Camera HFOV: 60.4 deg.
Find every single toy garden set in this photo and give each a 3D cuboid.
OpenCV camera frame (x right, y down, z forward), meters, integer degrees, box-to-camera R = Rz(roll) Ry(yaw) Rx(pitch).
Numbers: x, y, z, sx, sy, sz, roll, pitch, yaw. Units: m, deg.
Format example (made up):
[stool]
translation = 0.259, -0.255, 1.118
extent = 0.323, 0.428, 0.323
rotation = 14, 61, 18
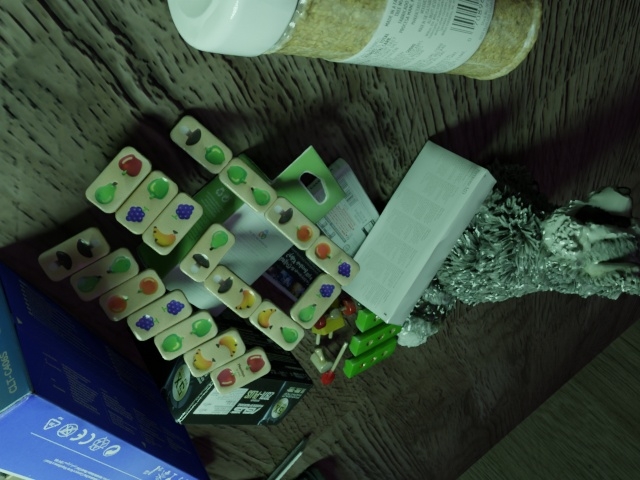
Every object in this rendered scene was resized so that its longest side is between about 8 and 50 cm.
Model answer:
[toy garden set]
translation = 0.057, 0.145, 0.928
extent = 0.204, 0.049, 0.244
rotation = -21, 140, -30

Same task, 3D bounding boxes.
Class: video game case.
[video game case]
translation = 0.000, 0.000, 0.742
extent = 0.173, 0.022, 0.190
rotation = -42, 146, -1

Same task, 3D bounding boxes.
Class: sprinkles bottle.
[sprinkles bottle]
translation = 0.052, -0.212, 0.483
extent = 0.356, 0.121, 0.121
rotation = -8, 132, -39

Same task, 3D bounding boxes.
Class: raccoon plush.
[raccoon plush]
translation = 0.333, 0.084, 0.908
extent = 0.216, 0.299, 0.446
rotation = -14, 136, -35

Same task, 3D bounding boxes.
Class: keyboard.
[keyboard]
translation = -0.109, 0.513, 1.148
extent = 0.256, 0.014, 0.072
rotation = -51, 179, 11

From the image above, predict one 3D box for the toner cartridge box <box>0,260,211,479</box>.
[toner cartridge box]
translation = -0.239, 0.176, 0.574
extent = 0.075, 0.165, 0.347
rotation = -36, 144, -10

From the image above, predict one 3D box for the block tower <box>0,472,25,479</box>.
[block tower]
translation = -0.355, 0.211, 0.563
extent = 0.091, 0.097, 0.335
rotation = -33, 142, -13

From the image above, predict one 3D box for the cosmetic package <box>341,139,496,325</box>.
[cosmetic package]
translation = 0.132, -0.008, 0.761
extent = 0.239, 0.099, 0.060
rotation = -58, 145, 6

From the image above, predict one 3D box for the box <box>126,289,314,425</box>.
[box]
translation = -0.118, 0.142, 0.668
extent = 0.077, 0.147, 0.180
rotation = -50, 145, 10

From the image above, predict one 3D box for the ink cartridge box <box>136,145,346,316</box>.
[ink cartridge box]
translation = -0.082, -0.020, 0.606
extent = 0.209, 0.062, 0.109
rotation = -42, 145, -1

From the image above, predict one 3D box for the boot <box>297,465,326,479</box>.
[boot]
translation = -0.082, 0.655, 1.278
extent = 0.207, 0.094, 0.246
rotation = -25, 134, -29

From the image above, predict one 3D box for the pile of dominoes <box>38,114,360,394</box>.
[pile of dominoes]
translation = -0.103, 0.024, 0.518
extent = 0.251, 0.040, 0.196
rotation = 41, 83, -16
